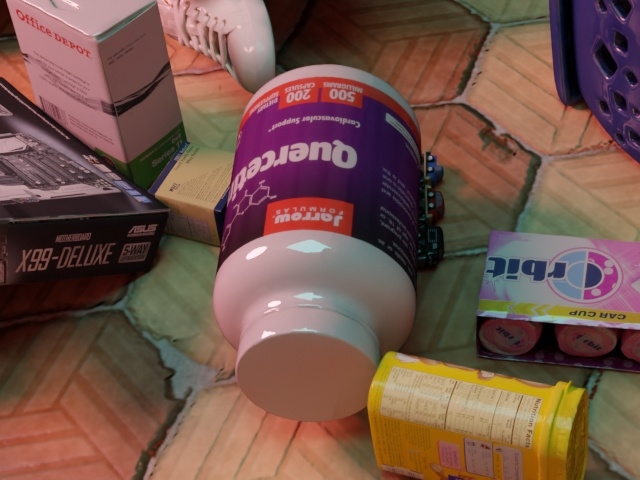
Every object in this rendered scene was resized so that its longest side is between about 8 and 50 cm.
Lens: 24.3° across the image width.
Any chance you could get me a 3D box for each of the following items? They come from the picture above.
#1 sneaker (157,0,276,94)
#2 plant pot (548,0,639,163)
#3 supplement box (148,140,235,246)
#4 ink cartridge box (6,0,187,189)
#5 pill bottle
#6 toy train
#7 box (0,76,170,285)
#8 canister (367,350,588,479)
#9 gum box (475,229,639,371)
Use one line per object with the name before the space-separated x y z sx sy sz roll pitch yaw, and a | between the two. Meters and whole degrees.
sneaker | -0.129 -0.237 1.664 0.123 0.106 0.290 -12 34 -14
plant pot | 0.362 -0.233 1.513 0.236 0.236 0.212 -33 45 -21
supplement box | -0.117 -0.047 1.511 0.083 0.056 0.083 14 49 19
ink cartridge box | -0.230 -0.174 1.542 0.153 0.208 0.087 31 57 31
pill bottle | 0.000 0.000 1.363 0.181 0.181 0.323 -1 46 6
toy train | 0.108 -0.035 1.491 0.036 0.027 0.158 -1 46 2
box | -0.339 -0.066 1.465 0.242 0.076 0.307 -4 33 -48
canister | 0.131 0.159 1.233 0.170 0.126 0.073 11 49 20
gum box | 0.243 0.056 1.360 0.188 0.062 0.107 5 47 12
